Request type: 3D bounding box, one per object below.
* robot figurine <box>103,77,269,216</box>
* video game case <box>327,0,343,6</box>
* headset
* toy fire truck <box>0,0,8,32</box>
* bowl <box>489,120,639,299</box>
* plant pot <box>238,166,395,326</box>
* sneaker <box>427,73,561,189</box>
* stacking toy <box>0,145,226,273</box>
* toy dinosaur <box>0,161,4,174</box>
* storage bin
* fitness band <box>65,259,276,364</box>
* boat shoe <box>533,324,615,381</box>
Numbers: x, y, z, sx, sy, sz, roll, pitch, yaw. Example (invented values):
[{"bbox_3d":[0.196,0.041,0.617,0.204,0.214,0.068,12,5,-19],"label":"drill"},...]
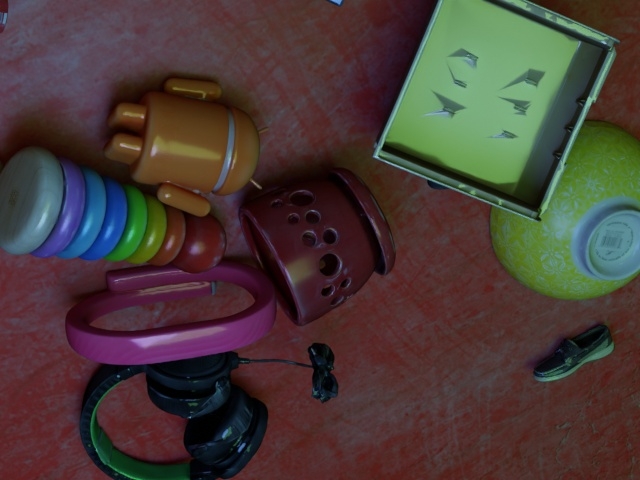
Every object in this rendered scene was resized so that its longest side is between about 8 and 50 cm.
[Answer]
[{"bbox_3d":[-0.176,-0.126,1.632,0.219,0.158,0.128,8,129,-21],"label":"robot figurine"},{"bbox_3d":[-0.058,-0.440,1.531,0.274,0.026,0.196,24,113,-6],"label":"video game case"},{"bbox_3d":[-0.160,0.248,1.770,0.394,0.185,0.243,-25,119,7],"label":"headset"},{"bbox_3d":[-0.477,-0.297,1.454,0.135,0.192,0.047,-8,120,-46],"label":"toy fire truck"},{"bbox_3d":[0.419,-0.022,1.855,0.289,0.156,0.290,-6,114,-15],"label":"bowl"},{"bbox_3d":[0.000,0.000,1.711,0.174,0.191,0.191,-28,118,-10],"label":"plant pot"},{"bbox_3d":[0.237,-0.205,1.749,0.286,0.109,0.130,-43,109,0],"label":"sneaker"},{"bbox_3d":[-0.265,-0.018,1.629,0.330,0.141,0.141,17,107,-41],"label":"stacking toy"},{"bbox_3d":[-0.389,-0.053,1.645,0.211,0.064,0.112,32,81,-35],"label":"toy dinosaur"},{"bbox_3d":[0.236,-0.192,1.648,0.260,0.123,0.262,22,99,-5],"label":"storage bin"},{"bbox_3d":[-0.205,0.098,1.675,0.290,0.209,0.054,-9,117,-14],"label":"fitness band"},{"bbox_3d":[0.413,0.183,2.005,0.152,0.056,0.049,-25,114,-17],"label":"boat shoe"}]
